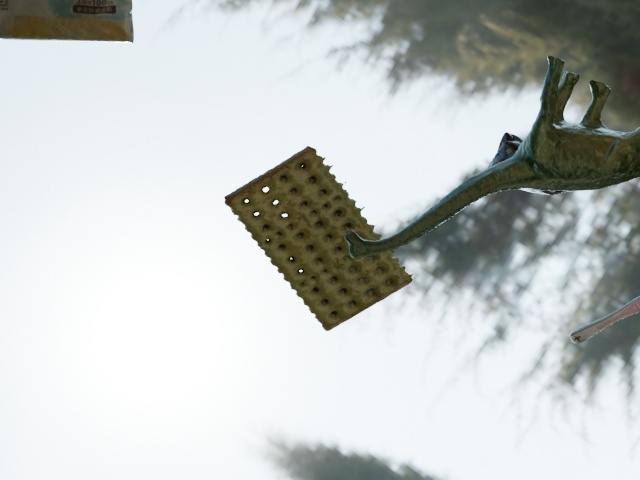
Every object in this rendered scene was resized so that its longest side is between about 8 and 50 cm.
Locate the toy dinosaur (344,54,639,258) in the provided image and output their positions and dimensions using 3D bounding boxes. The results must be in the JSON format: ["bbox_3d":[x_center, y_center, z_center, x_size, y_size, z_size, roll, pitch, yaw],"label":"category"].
[{"bbox_3d":[0.278,-0.053,1.723,0.087,0.447,0.300,-171,101,-79],"label":"toy dinosaur"}]

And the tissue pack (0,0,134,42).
[{"bbox_3d":[-0.260,-0.254,1.151,0.229,0.159,0.145,2,-49,-8],"label":"tissue pack"}]

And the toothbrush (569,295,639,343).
[{"bbox_3d":[0.354,0.073,1.620,0.204,0.017,0.022,-33,8,40],"label":"toothbrush"}]

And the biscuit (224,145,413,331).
[{"bbox_3d":[0.000,0.000,1.799,0.139,0.016,0.231,-31,-66,12],"label":"biscuit"}]

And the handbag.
[{"bbox_3d":[0.331,-0.101,2.156,0.115,0.139,0.072,19,-88,-55],"label":"handbag"}]
